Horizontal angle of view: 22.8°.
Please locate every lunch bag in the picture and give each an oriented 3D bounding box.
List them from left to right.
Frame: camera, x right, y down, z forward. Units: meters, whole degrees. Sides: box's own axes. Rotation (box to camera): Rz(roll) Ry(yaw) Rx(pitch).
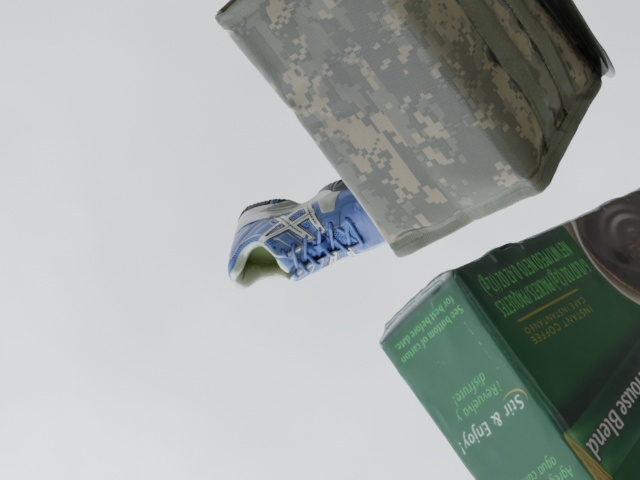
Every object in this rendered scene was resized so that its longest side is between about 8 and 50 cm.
[{"bbox_3d":[0.096,-0.168,1.205,0.235,0.169,0.287,52,-141,-13],"label":"lunch bag"}]

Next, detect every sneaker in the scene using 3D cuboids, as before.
[{"bbox_3d":[0.000,0.000,1.498,0.080,0.211,0.081,50,-137,-27],"label":"sneaker"}]

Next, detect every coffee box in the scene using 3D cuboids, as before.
[{"bbox_3d":[0.110,0.076,0.437,0.113,0.040,0.184,-19,-111,-46],"label":"coffee box"}]
